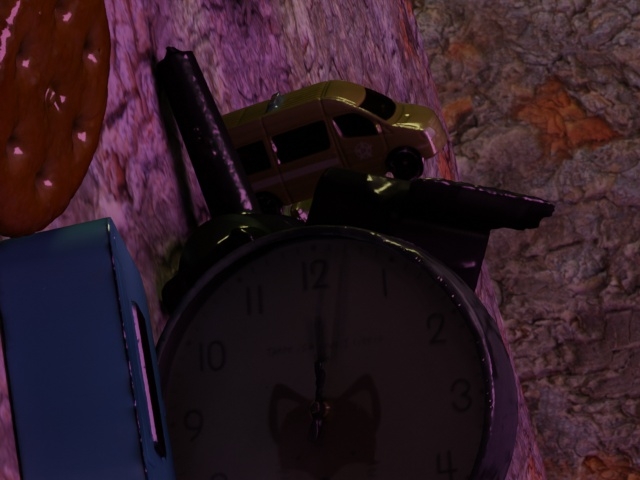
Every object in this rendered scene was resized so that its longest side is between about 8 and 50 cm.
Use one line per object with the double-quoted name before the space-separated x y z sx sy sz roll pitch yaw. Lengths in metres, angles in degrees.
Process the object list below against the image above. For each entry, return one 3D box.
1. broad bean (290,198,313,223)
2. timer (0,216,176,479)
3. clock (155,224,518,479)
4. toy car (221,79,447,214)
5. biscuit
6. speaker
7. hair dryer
"broad bean" 0.000 -0.008 2.386 0.195 0.046 0.061 43 47 -60
"timer" -0.172 0.120 1.505 0.250 0.091 0.232 69 9 -74
"clock" 0.003 0.145 1.612 0.067 0.325 0.325 28 49 -68
"toy car" -0.001 -0.104 2.016 0.101 0.257 0.124 -73 144 -68
"biscuit" -0.218 -0.110 1.371 0.220 0.066 0.220 12 90 -74
"speaker" 0.064 0.103 1.782 0.184 0.180 0.388 -133 -125 -62
"hair dryer" -0.111 -0.058 1.885 0.302 0.116 0.244 66 12 7
